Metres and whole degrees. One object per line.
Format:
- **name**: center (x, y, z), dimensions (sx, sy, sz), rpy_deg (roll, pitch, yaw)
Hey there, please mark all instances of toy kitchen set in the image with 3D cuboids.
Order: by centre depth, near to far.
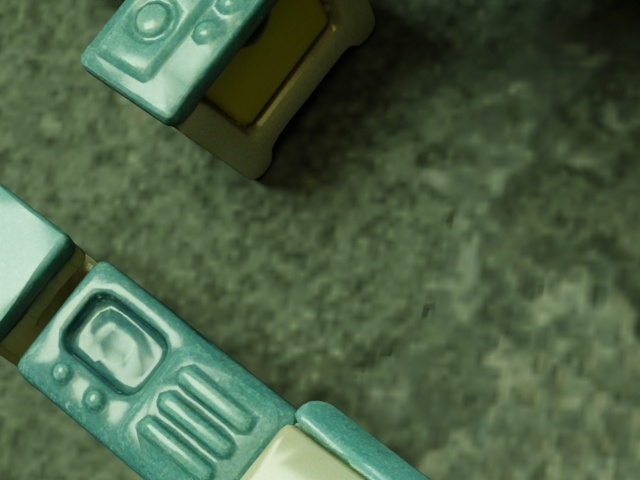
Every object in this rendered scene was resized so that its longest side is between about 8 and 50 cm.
- **toy kitchen set**: center (0.000, 0.000, 0.529), dimensions (0.207, 0.122, 0.166), rpy_deg (35, 83, 26)
